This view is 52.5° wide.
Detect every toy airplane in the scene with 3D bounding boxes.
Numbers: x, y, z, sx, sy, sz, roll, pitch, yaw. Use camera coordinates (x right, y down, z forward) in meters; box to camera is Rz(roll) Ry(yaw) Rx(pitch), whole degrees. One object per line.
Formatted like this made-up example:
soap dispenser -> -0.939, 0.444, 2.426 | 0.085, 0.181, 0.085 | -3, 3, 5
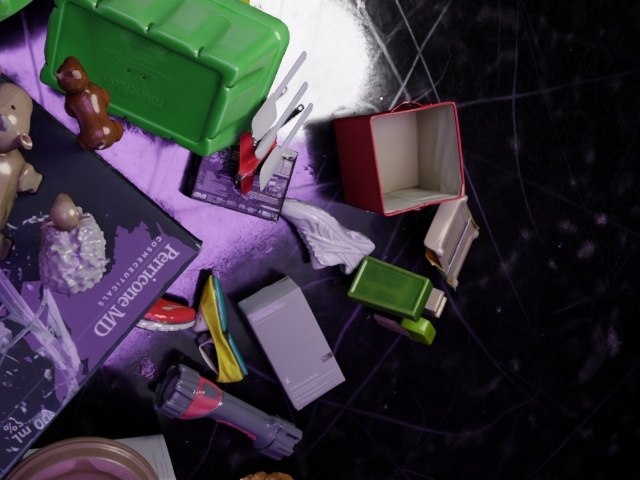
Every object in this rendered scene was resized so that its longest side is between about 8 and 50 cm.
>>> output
toy airplane -> -0.115, -0.147, 1.177 | 0.028, 0.151, 0.151 | 23, 91, 13

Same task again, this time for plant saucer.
plant saucer -> -0.400, 0.464, 1.073 | 0.278, 0.041, 0.277 | -2, 97, -19

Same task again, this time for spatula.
spatula -> -0.064, -0.226, 1.177 | 0.168, 0.019, 0.242 | 82, 29, -48

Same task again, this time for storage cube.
storage cube -> 0.154, -0.170, 1.302 | 0.184, 0.193, 0.215 | -14, 103, -18

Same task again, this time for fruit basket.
fruit basket -> -0.241, -0.356, 1.108 | 0.392, 0.392, 0.283 | 12, 127, -22

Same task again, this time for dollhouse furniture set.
dollhouse furniture set -> 0.211, 0.044, 1.411 | 0.301, 0.151, 0.197 | -64, 150, -16

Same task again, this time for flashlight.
flashlight -> -0.189, 0.360, 1.323 | 0.304, 0.103, 0.103 | 36, 81, -27

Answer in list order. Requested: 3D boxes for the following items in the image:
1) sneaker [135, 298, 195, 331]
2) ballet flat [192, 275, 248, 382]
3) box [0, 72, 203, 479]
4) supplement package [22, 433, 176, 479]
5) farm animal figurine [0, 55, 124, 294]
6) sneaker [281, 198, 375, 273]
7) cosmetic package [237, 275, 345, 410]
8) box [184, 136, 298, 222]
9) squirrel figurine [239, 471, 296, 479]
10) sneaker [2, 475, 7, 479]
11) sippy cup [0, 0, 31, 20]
sneaker -> -0.354, 0.091, 1.207 | 0.279, 0.107, 0.118 | 22, 86, -23
ballet flat -> -0.211, 0.185, 1.295 | 0.077, 0.077, 0.231 | -15, 107, -1
box -> -0.511, 0.035, 0.983 | 0.472, 0.297, 0.480 | 41, 83, -10
supplement package -> -0.413, 0.504, 1.202 | 0.263, 0.199, 0.198 | -1, 99, -21
farm animal figurine -> -0.413, -0.108, 0.764 | 0.330, 0.172, 0.326 | 6, 88, -11
sneaker -> 0.000, 0.000, 1.333 | 0.232, 0.090, 0.115 | 31, 91, -22
cosmetic package -> -0.060, 0.208, 1.338 | 0.127, 0.107, 0.238 | -30, 112, -10
box -> -0.154, -0.129, 1.254 | 0.180, 0.077, 0.147 | 15, 93, -23
squirrel figurine -> -0.068, 0.670, 1.269 | 0.281, 0.370, 0.397 | 2, 99, -21
sneaker -> -0.618, 0.535, 1.180 | 0.123, 0.106, 0.290 | -6, 103, -22
sippy cup -> -0.523, -0.464, 0.932 | 0.305, 0.240, 0.224 | -31, 139, 2
